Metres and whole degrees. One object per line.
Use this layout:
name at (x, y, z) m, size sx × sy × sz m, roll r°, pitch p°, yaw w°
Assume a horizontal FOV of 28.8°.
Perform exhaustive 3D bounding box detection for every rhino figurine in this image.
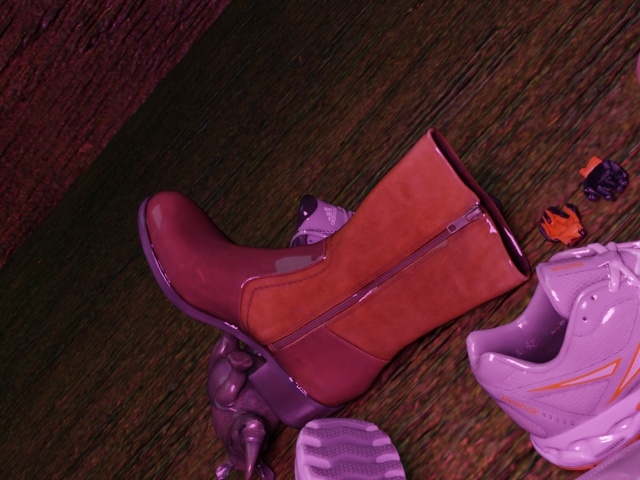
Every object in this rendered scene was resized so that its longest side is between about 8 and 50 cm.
rhino figurine at (-0.070, 0.154, 1.199) m, size 0.243 × 0.073 × 0.106 m, roll -102°, pitch 25°, yaw -62°

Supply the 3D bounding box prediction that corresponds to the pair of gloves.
pair of gloves at (0.212, -0.031, 1.007) m, size 0.083 × 0.010 × 0.074 m, roll -48°, pitch 20°, yaw 5°

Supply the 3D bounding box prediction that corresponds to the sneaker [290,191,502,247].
sneaker at (0.047, -0.005, 1.136) m, size 0.229 × 0.132 × 0.086 m, roll -33°, pitch 28°, yaw 41°

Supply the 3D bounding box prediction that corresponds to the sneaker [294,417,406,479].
sneaker at (0.033, 0.254, 0.855) m, size 0.281 × 0.105 × 0.115 m, roll -96°, pitch 12°, yaw -54°

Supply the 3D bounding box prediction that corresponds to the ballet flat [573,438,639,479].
ballet flat at (0.132, 0.180, 0.724) m, size 0.213 × 0.072 × 0.068 m, roll -29°, pitch 20°, yaw 8°

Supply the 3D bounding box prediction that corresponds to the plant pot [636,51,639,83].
plant pot at (0.325, -0.126, 0.764) m, size 0.237 × 0.110 × 0.237 m, roll -36°, pitch 20°, yaw 16°

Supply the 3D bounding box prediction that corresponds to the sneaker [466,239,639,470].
sneaker at (0.204, 0.034, 0.770) m, size 0.262 × 0.121 × 0.099 m, roll -43°, pitch 22°, yaw 20°

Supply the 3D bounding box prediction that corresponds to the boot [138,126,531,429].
boot at (0.000, 0.000, 1.069) m, size 0.280 × 0.264 × 0.096 m, roll -41°, pitch -9°, yaw 32°
